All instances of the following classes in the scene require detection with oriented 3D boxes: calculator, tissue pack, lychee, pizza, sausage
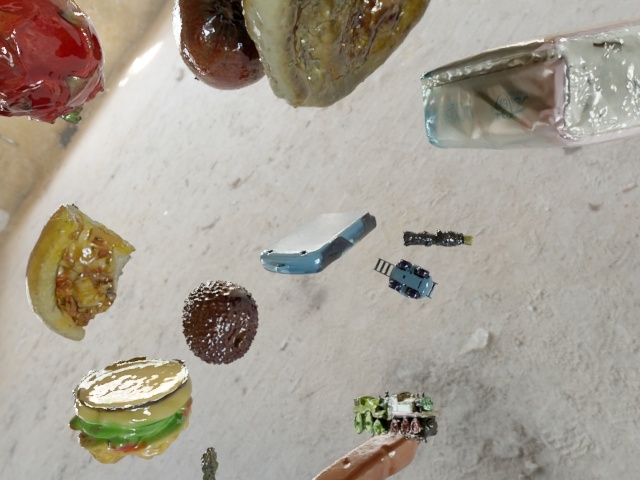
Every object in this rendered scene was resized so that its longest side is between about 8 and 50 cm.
[{"bbox_3d":[0.000,0.000,1.096,0.173,0.051,0.293,1,24,38],"label":"calculator"},{"bbox_3d":[0.271,-0.181,0.617,0.202,0.124,0.271,-16,13,-14],"label":"tissue pack"},{"bbox_3d":[-0.151,0.119,0.765,0.123,0.123,0.129,-50,33,7],"label":"lychee"},{"bbox_3d":[-0.454,0.072,0.959,0.073,0.182,0.365,60,137,36],"label":"pizza"},{"bbox_3d":[0.085,0.507,1.105,0.348,0.097,0.094,-25,37,-28],"label":"sausage"}]

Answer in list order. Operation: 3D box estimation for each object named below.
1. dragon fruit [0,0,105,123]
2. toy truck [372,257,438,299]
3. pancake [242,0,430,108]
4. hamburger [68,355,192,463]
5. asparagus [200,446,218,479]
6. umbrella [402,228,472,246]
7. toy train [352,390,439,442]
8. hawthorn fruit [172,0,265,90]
[{"bbox_3d":[-0.351,-0.224,0.595,0.172,0.209,0.172,-8,74,28],"label":"dragon fruit"},{"bbox_3d":[0.152,0.066,0.964,0.136,0.074,0.063,27,92,30],"label":"toy truck"},{"bbox_3d":[0.043,-0.317,0.630,0.065,0.356,0.356,40,95,22],"label":"pancake"},{"bbox_3d":[-0.360,0.336,0.982,0.237,0.237,0.148,14,108,49],"label":"hamburger"},{"bbox_3d":[-0.115,0.310,0.587,0.023,0.232,0.022,-2,33,0],"label":"asparagus"},{"bbox_3d":[0.245,-0.005,1.065,0.144,0.037,0.040,2,83,6],"label":"umbrella"},{"bbox_3d":[0.130,0.318,0.922,0.250,0.053,0.085,143,131,-61],"label":"toy train"},{"bbox_3d":[-0.143,-0.313,0.766,0.169,0.169,0.188,-61,17,-6],"label":"hawthorn fruit"}]
